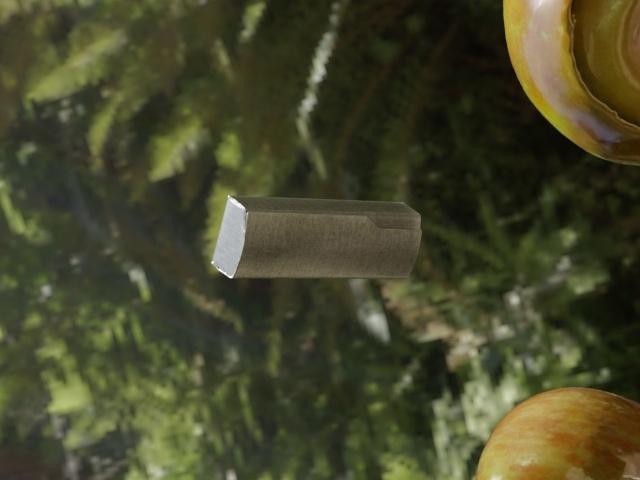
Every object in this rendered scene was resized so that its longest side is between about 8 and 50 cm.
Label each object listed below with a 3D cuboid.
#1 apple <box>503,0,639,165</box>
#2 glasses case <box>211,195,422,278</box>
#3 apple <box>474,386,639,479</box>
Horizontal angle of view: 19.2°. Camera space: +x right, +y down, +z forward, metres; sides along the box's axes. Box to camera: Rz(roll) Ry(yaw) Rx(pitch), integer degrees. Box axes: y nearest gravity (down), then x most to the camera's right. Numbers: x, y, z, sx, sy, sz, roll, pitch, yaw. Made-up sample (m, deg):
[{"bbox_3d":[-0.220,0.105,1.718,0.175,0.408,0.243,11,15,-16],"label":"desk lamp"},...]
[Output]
[{"bbox_3d":[0.249,-0.168,1.389,0.237,0.237,0.207,57,-167,-27],"label":"apple"},{"bbox_3d":[0.000,0.000,1.774,0.205,0.047,0.071,2,-68,-36],"label":"glasses case"},{"bbox_3d":[0.235,0.258,1.554,0.264,0.264,0.264,31,-128,-49],"label":"apple"}]
